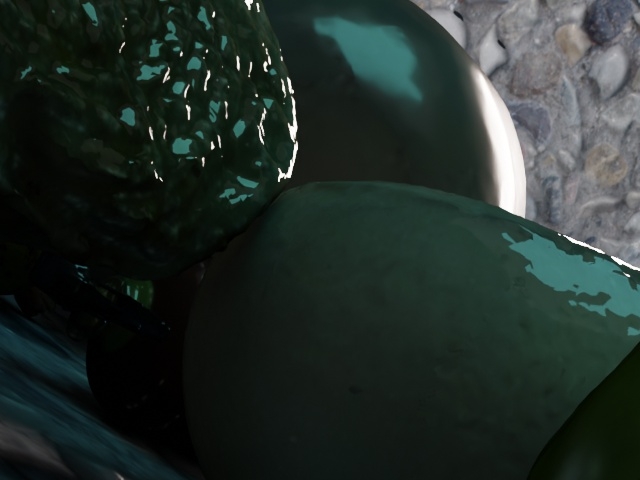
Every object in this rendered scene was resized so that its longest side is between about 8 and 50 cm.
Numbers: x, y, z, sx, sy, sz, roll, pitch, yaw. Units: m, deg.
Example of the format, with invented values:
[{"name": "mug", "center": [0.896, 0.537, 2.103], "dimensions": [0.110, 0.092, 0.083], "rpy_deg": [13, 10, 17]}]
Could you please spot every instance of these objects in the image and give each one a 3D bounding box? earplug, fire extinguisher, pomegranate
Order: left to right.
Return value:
[{"name": "pomegranate", "center": [-0.181, 0.007, 1.168], "dimensions": [0.084, 0.073, 0.073], "rpy_deg": [58, 1, -1]}, {"name": "fire extinguisher", "center": [-0.031, 0.081, 1.066], "dimensions": [0.344, 0.102, 0.138], "rpy_deg": [33, -6, -33]}, {"name": "earplug", "center": [-0.012, -0.034, 1.356], "dimensions": [0.313, 0.312, 0.394], "rpy_deg": [33, 2, 4]}]

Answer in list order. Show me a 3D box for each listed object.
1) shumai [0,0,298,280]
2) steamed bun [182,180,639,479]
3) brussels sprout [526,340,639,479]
[{"name": "shumai", "center": [-0.192, -0.094, 0.853], "dimensions": [0.304, 0.263, 0.309], "rpy_deg": [49, 30, -30]}, {"name": "steamed bun", "center": [0.063, 0.102, 0.887], "dimensions": [0.283, 0.177, 0.283], "rpy_deg": [23, -16, 7]}, {"name": "brussels sprout", "center": [0.217, 0.152, 0.650], "dimensions": [0.344, 0.344, 0.268], "rpy_deg": [33, 39, -7]}]
